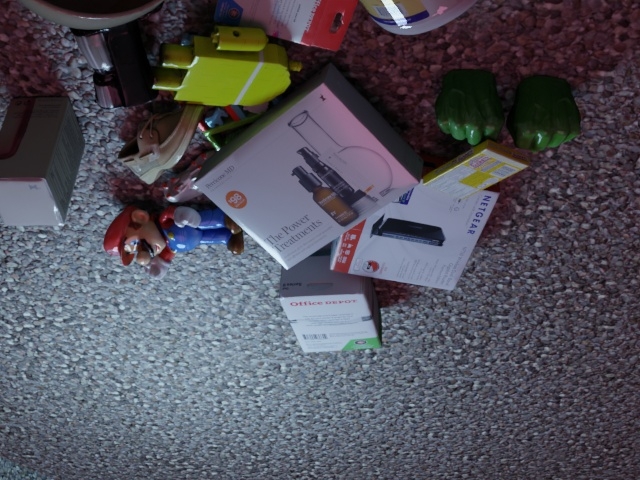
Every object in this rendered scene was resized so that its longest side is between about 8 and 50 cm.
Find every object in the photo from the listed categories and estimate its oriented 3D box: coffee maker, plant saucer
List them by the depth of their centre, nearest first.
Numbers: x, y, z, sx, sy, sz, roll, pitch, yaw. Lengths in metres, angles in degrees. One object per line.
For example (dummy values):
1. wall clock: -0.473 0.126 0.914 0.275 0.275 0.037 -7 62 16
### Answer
1. coffee maker: -0.358 -0.343 1.739 0.171 0.120 0.178 -2 135 11
2. plant saucer: 0.000 0.000 2.233 0.119 0.021 0.119 2 141 2

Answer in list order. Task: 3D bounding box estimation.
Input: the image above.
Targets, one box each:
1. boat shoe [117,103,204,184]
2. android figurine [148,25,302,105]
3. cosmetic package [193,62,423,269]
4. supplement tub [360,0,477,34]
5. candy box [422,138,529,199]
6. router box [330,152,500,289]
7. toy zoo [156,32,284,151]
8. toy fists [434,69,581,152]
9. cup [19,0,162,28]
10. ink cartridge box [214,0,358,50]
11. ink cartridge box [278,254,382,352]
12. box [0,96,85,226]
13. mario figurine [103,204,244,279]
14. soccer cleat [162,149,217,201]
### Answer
1. boat shoe: -0.331 -0.207 1.914 0.098 0.109 0.302 32 151 -19
2. android figurine: -0.170 -0.312 1.726 0.273 0.056 0.248 -1 161 -21
3. cosmetic package: -0.026 -0.138 1.899 0.377 0.097 0.284 -34 112 31
4. supplement tub: 0.105 -0.503 1.409 0.241 0.241 0.331 -19 135 27
5. candy box: 0.304 -0.137 1.850 0.105 0.027 0.206 20 154 -25
6. router box: 0.201 -0.045 2.089 0.301 0.082 0.335 9 137 -6
7. toy zoo: -0.194 -0.301 1.863 0.192 0.030 0.293 -15 138 22
8. toy fists: 0.358 -0.240 1.799 0.279 0.142 0.096 6 142 -1
9. cup: -0.376 -0.468 1.481 0.331 0.331 0.237 17 166 -16
10. ink cartridge box: -0.059 -0.429 1.649 0.231 0.078 0.134 13 142 -11
11. ink cartridge box: 0.031 0.159 2.334 0.211 0.121 0.289 -4 146 10
12. box: -0.577 -0.161 1.912 0.127 0.232 0.148 0 141 4
13. mario figurine: -0.337 0.008 2.150 0.321 0.170 0.198 -5 107 0
14. soccer cleat: -0.260 -0.142 2.054 0.196 0.068 0.076 -28 161 25
